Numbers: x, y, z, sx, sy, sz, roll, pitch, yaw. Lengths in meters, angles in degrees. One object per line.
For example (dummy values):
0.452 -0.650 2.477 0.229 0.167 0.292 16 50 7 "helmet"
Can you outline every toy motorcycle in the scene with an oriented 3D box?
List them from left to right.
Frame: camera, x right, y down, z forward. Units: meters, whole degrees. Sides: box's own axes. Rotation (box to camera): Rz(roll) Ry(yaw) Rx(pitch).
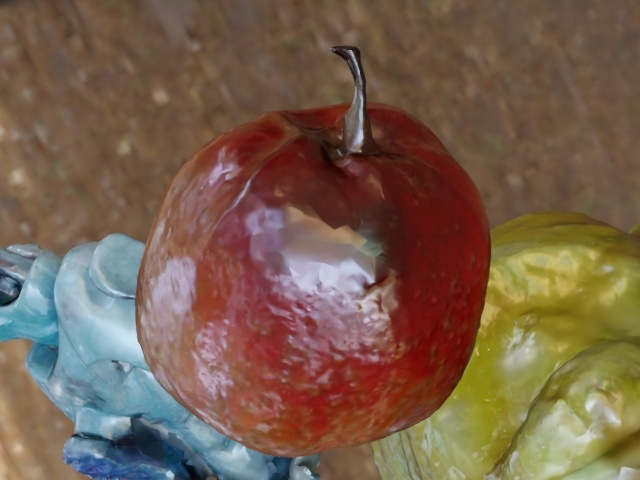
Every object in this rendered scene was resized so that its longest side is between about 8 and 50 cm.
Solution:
-0.097 0.081 1.169 0.206 0.154 0.260 -3 143 41 "toy motorcycle"

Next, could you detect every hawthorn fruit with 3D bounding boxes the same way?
0.000 0.000 0.820 0.157 0.157 0.194 45 138 36 "hawthorn fruit"

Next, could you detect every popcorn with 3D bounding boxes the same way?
0.144 0.108 0.958 0.276 0.276 0.225 40 108 44 "popcorn"
